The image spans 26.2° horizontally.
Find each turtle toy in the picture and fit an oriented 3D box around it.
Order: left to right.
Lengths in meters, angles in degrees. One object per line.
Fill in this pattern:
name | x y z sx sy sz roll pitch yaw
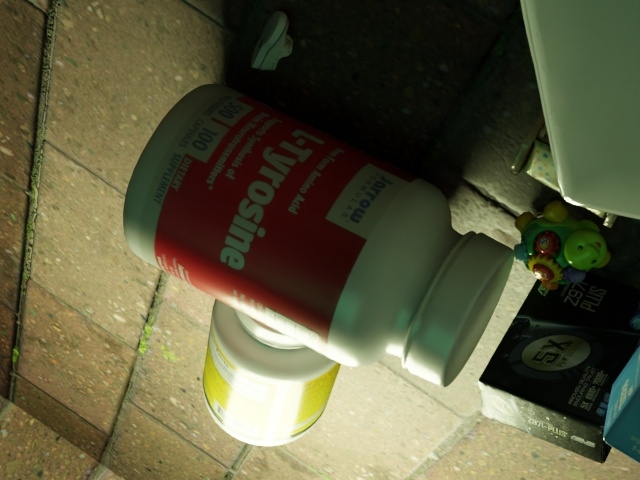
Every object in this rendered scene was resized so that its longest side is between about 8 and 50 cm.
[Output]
turtle toy | 0.260 0.010 1.472 0.095 0.066 0.130 43 150 -13

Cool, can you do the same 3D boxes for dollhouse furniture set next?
dollhouse furniture set | 0.288 -0.089 1.260 0.182 0.101 0.161 30 150 10

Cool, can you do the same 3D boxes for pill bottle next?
pill bottle | -0.059 0.137 1.868 0.188 0.188 0.334 31 150 9
pill bottle | 0.000 0.000 1.564 0.407 0.229 0.229 26 150 15

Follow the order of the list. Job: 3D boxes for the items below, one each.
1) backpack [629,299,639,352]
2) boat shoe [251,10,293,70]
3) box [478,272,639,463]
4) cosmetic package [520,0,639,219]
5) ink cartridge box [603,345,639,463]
backpack | 0.385 0.107 1.374 0.158 0.173 0.117 2 137 46
boat shoe | -0.047 -0.216 1.502 0.035 0.035 0.100 12 150 -15
box | 0.280 0.130 1.510 0.147 0.180 0.077 21 149 26
cosmetic package | 0.347 -0.196 0.742 0.393 0.329 0.327 14 148 29
ink cartridge box | 0.425 0.094 1.199 0.223 0.129 0.307 32 114 6
